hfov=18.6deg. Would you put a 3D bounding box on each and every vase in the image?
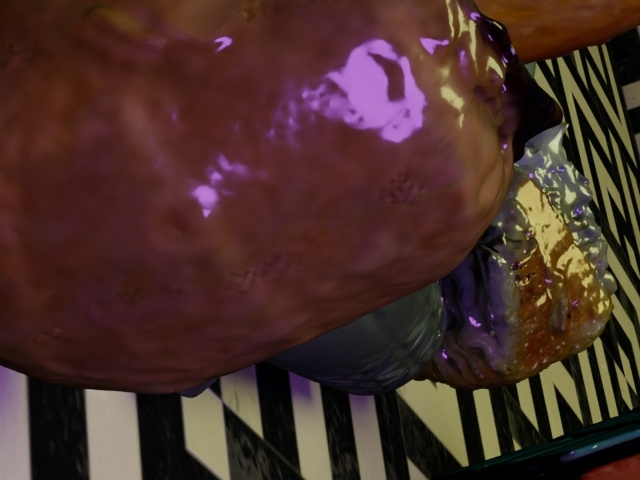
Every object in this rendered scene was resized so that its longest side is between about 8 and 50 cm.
[{"bbox_3d":[0.000,0.000,1.139,0.301,0.156,0.251,48,56,-68],"label":"vase"}]

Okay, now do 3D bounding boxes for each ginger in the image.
[{"bbox_3d":[-0.066,-0.036,0.779,0.269,0.223,0.200,32,-7,46],"label":"ginger"}]

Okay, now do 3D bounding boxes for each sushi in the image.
[{"bbox_3d":[0.105,0.003,1.364,0.274,0.139,0.184,11,-57,62],"label":"sushi"}]

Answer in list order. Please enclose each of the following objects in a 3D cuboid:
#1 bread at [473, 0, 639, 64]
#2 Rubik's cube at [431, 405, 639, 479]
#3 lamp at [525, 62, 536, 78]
[{"bbox_3d":[0.039,-0.233,0.921,0.398,0.398,0.215,46,37,-57],"label":"bread"},{"bbox_3d":[0.276,0.250,1.350,0.288,0.283,0.293,153,-78,-73],"label":"Rubik's cube"},{"bbox_3d":[0.117,-0.261,1.674,0.247,0.247,0.301,35,46,-60],"label":"lamp"}]
